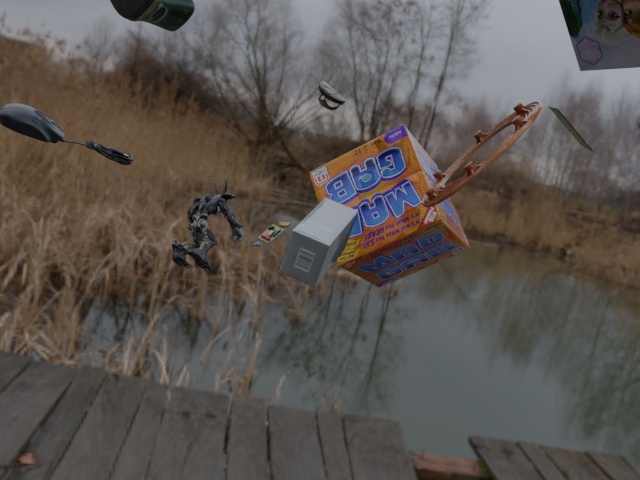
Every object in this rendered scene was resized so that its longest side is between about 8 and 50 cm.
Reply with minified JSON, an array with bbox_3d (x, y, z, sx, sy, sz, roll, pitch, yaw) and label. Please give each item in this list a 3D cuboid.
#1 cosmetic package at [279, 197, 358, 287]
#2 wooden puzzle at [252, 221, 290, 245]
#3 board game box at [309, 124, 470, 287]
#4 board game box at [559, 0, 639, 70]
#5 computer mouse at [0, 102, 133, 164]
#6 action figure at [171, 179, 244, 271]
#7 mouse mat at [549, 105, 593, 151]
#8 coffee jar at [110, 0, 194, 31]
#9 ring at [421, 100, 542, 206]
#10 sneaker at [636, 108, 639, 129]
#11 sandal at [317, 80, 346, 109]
[{"bbox_3d":[0.000,0.000,1.624,0.107,0.127,0.238,22,26,7],"label":"cosmetic package"},{"bbox_3d":[-0.149,-0.022,2.029,0.079,0.116,0.014,13,-39,47],"label":"wooden puzzle"},{"bbox_3d":[0.235,-0.100,2.251,0.357,0.356,0.357,-25,-24,19],"label":"board game box"},{"bbox_3d":[0.650,-0.519,1.413,0.066,0.317,0.319,-37,24,-19],"label":"board game box"},{"bbox_3d":[-0.431,-0.184,1.155,0.242,0.041,0.071,17,14,-43],"label":"computer mouse"},{"bbox_3d":[-0.311,-0.037,1.886,0.164,0.275,0.140,-2,-42,29],"label":"action figure"},{"bbox_3d":[0.692,-0.312,1.860,0.152,0.007,0.189,49,18,-3],"label":"mouse mat"},{"bbox_3d":[-0.354,-0.504,1.421,0.079,0.096,0.184,56,22,6],"label":"coffee jar"},{"bbox_3d":[0.349,-0.198,1.497,0.032,0.336,0.336,46,4,-5],"label":"ring"},{"bbox_3d":[0.812,-0.369,1.469,0.293,0.169,0.108,-30,-35,25],"label":"sneaker"},{"bbox_3d":[0.024,-0.417,1.968,0.090,0.060,0.219,39,11,-6],"label":"sandal"}]
